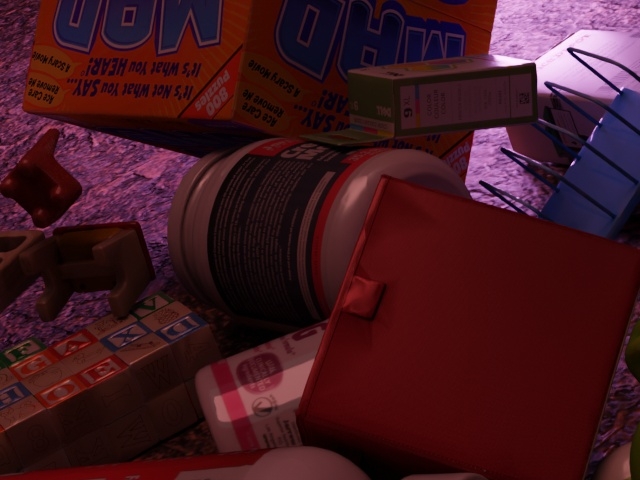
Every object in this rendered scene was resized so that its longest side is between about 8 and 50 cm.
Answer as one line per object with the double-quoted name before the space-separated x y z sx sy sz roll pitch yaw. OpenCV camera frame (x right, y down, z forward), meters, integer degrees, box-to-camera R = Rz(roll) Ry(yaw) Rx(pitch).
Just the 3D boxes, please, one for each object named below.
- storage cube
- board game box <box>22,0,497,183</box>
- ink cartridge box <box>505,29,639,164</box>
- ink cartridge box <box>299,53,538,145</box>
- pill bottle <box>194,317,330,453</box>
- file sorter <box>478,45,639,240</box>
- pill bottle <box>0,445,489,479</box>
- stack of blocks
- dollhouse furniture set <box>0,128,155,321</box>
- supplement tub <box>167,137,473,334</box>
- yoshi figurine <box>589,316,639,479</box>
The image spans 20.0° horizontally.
"storage cube" 0.107 0.092 1.273 0.193 0.183 0.215 17 69 10
"board game box" -0.055 -0.272 1.995 0.357 0.356 0.356 14 -5 -44
"ink cartridge box" 0.323 -0.151 1.944 0.160 0.092 0.219 -34 27 -30
"ink cartridge box" 0.092 -0.136 1.733 0.209 0.062 0.109 -9 12 -21
"pill bottle" 0.055 0.129 1.450 0.283 0.160 0.160 -21 23 -5
"file sorter" 0.251 -0.088 1.752 0.170 0.104 0.118 -57 28 0
"pill bottle" -0.082 0.255 1.189 0.408 0.229 0.229 -9 25 24
"stack of blocks" -0.250 0.158 1.711 0.297 0.087 0.171 -27 24 -18
"dollhouse furniture set" -0.350 -0.036 1.835 0.374 0.201 0.152 -4 25 25
"supplement tub" 0.000 0.000 1.737 0.272 0.191 0.191 9 36 47
"yoshi figurine" 0.284 0.123 1.209 0.204 0.203 0.362 3 27 28
